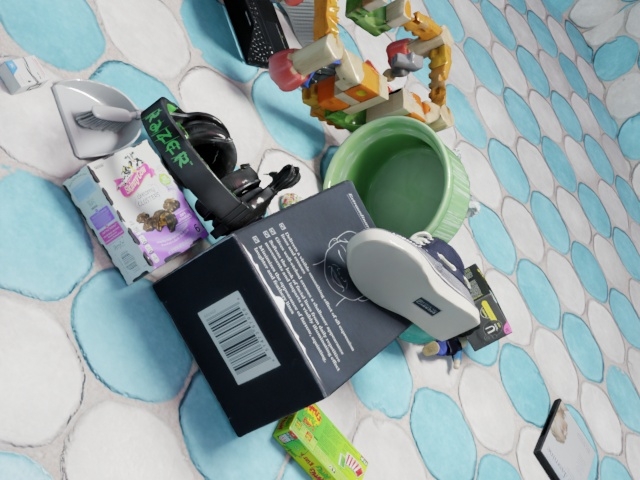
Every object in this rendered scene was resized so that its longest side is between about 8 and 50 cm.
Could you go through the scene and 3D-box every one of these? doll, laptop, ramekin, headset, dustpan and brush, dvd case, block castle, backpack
[{"bbox_3d":[0.281,0.232,2.043,0.189,0.046,0.129,6,51,-58],"label":"doll"},{"bbox_3d":[-0.132,-0.514,1.989,0.264,0.136,0.234,-1,66,-50],"label":"laptop"},{"bbox_3d":[0.170,-0.101,1.937,0.148,0.303,0.303,19,50,-54],"label":"ramekin"},{"bbox_3d":[-0.160,-0.128,1.581,0.243,0.185,0.394,54,4,23],"label":"headset"},{"bbox_3d":[-0.340,-0.213,1.557,0.211,0.060,0.147,-5,69,-54],"label":"dustpan and brush"},{"bbox_3d":[0.618,0.533,2.277,0.180,0.022,0.253,57,34,-5],"label":"dvd case"},{"bbox_3d":[0.087,-0.397,1.987,0.453,0.213,0.303,22,61,-42],"label":"block castle"},{"bbox_3d":[0.002,-0.404,2.125,0.120,0.098,0.101,-11,53,-46],"label":"backpack"}]

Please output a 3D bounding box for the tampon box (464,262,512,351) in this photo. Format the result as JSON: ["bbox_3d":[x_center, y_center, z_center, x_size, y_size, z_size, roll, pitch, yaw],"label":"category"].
[{"bbox_3d":[0.358,0.153,2.096,0.120,0.101,0.161,56,10,-24],"label":"tampon box"}]

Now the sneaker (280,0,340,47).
[{"bbox_3d":[-0.014,-0.573,2.227,0.282,0.102,0.161,59,30,0],"label":"sneaker"}]

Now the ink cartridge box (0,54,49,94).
[{"bbox_3d":[-0.472,-0.268,1.455,0.048,0.028,0.083,58,33,-4],"label":"ink cartridge box"}]

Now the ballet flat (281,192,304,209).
[{"bbox_3d":[0.000,0.000,1.826,0.091,0.077,0.241,-10,73,-54],"label":"ballet flat"}]

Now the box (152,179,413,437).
[{"bbox_3d":[-0.040,0.103,1.571,0.395,0.212,0.293,-28,88,-56],"label":"box"}]

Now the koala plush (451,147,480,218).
[{"bbox_3d":[0.260,-0.106,2.115,0.203,0.221,0.196,8,59,-50],"label":"koala plush"}]

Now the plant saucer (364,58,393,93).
[{"bbox_3d":[0.147,-0.301,2.274,0.259,0.048,0.258,50,35,-13],"label":"plant saucer"}]

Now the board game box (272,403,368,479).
[{"bbox_3d":[0.003,0.365,1.580,0.181,0.043,0.092,50,34,-15],"label":"board game box"}]

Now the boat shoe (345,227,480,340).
[{"bbox_3d":[0.155,0.041,1.594,0.340,0.127,0.158,41,31,-40],"label":"boat shoe"}]

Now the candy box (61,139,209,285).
[{"bbox_3d":[-0.298,-0.049,1.477,0.196,0.070,0.165,57,33,-4],"label":"candy box"}]

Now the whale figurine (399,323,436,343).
[{"bbox_3d":[0.162,0.149,1.869,0.272,0.216,0.141,-5,113,-45],"label":"whale figurine"}]
